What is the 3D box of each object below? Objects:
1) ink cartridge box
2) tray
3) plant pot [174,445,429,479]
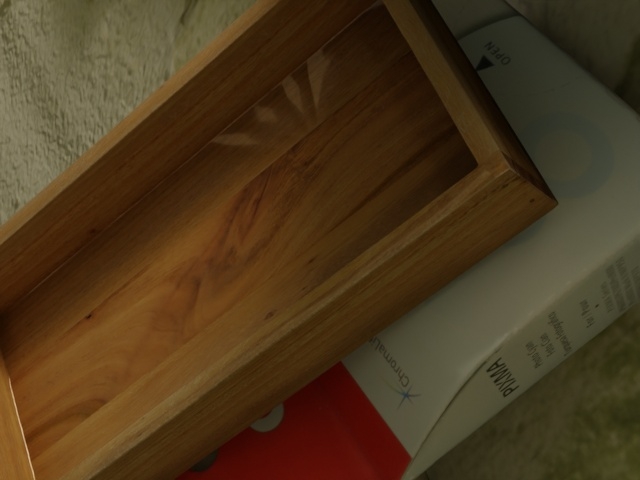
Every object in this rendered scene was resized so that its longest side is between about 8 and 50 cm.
[{"bbox_3d":[0.000,0.000,0.717,0.385,0.091,0.308,-38,56,-1],"label":"ink cartridge box"},{"bbox_3d":[-0.077,0.013,0.692,0.411,0.076,0.203,-37,57,19],"label":"tray"},{"bbox_3d":[-0.037,0.302,0.797,0.334,0.334,0.305,-8,74,50],"label":"plant pot"}]
